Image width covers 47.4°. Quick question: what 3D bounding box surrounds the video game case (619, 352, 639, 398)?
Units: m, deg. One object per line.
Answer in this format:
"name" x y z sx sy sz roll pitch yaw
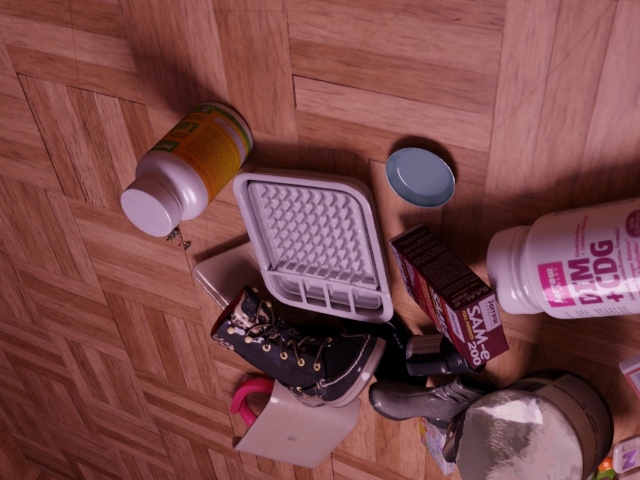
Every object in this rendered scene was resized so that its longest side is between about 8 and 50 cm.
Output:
"video game case" 0.628 0.252 1.147 0.204 0.025 0.285 -31 111 19

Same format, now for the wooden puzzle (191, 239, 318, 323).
"wooden puzzle" -0.142 0.102 1.598 0.238 0.044 0.221 -23 114 41

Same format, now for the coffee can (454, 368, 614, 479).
"coffee can" 0.369 0.333 1.234 0.201 0.275 0.202 -1 87 30

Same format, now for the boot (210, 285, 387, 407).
"boot" -0.056 0.207 1.472 0.284 0.138 0.377 36 155 -9

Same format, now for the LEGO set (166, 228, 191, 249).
"LEGO set" -0.324 -0.011 1.627 0.054 0.023 0.083 -11 136 44

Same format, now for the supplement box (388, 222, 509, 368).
"supplement box" 0.206 0.084 1.199 0.239 0.073 0.130 52 167 56

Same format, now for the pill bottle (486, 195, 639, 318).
"pill bottle" 0.396 0.029 1.045 0.283 0.160 0.160 -12 122 42

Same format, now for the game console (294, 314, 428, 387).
"game console" 0.052 0.232 1.587 0.361 0.044 0.213 -6 126 40

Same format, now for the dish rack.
"dish rack" 0.000 0.000 1.366 0.285 0.072 0.333 9 135 29

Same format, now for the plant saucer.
"plant saucer" 0.164 -0.106 1.183 0.119 0.021 0.119 19 138 18

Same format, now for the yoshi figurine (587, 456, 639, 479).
"yoshi figurine" 0.522 0.524 1.452 0.362 0.204 0.203 4 148 29

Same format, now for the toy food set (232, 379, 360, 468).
"toy food set" -0.066 0.450 1.800 0.219 0.092 0.306 19 133 -15

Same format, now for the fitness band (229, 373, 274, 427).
"fitness band" -0.132 0.454 1.938 0.209 0.054 0.291 28 141 4

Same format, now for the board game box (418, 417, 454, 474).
"board game box" 0.256 0.435 1.616 0.103 0.026 0.154 51 160 47

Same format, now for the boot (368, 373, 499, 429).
"boot" 0.231 0.302 1.453 0.246 0.083 0.161 18 139 -28

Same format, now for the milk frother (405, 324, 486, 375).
"milk frother" 0.226 0.186 1.392 0.134 0.129 0.143 -13 79 42

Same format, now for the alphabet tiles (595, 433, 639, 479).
"alphabet tiles" 0.579 0.430 1.260 0.021 0.284 0.278 -129 27 -59

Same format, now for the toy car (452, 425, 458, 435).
"toy car" 0.328 0.402 1.584 0.122 0.060 0.041 -24 70 29

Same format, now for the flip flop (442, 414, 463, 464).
"flip flop" 0.297 0.395 1.468 0.112 0.080 0.277 -19 156 7

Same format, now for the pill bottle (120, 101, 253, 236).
"pill bottle" -0.232 -0.122 1.267 0.136 0.246 0.136 19 138 18
